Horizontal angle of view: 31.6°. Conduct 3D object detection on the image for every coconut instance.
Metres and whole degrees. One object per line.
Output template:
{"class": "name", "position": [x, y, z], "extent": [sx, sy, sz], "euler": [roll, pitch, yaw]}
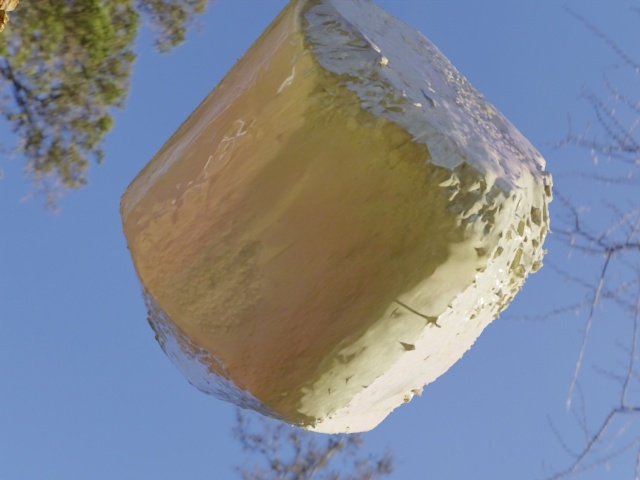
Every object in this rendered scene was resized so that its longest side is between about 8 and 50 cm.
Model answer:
{"class": "coconut", "position": [0.000, 0.000, 0.863], "extent": [0.297, 0.297, 0.309], "euler": [43, -68, 0]}

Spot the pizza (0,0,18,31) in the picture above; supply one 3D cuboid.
{"class": "pizza", "position": [-0.400, -0.297, 1.302], "extent": [0.175, 0.046, 0.134], "euler": [19, -54, 35]}
